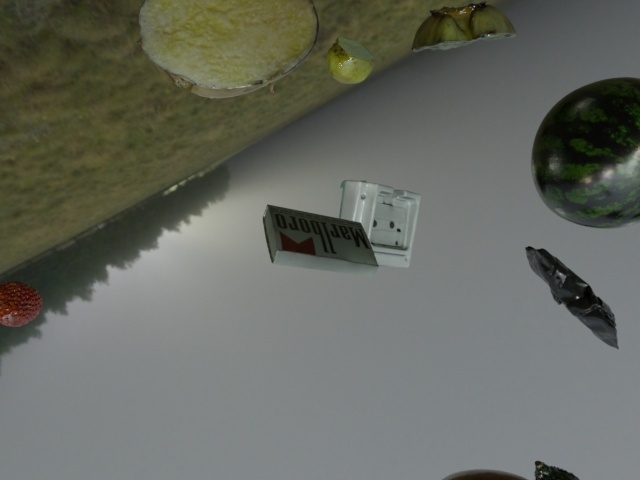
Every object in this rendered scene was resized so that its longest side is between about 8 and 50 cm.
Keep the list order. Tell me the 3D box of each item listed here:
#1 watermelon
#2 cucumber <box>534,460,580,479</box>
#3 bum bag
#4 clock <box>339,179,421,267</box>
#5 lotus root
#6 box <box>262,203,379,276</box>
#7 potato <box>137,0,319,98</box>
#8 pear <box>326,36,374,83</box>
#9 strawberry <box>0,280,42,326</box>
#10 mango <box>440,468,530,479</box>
[{"bbox_3d":[0.506,-0.150,0.851,0.268,0.269,0.269,-28,-166,7],"label":"watermelon"},{"bbox_3d":[0.304,0.343,0.482,0.072,0.300,0.072,-34,170,-7],"label":"cucumber"},{"bbox_3d":[0.603,0.128,1.185,0.074,0.310,0.137,-37,154,-1],"label":"bum bag"},{"bbox_3d":[0.176,-0.042,1.404,0.262,0.231,0.116,8,178,-36],"label":"clock"},{"bbox_3d":[0.278,-0.426,0.975,0.183,0.078,0.203,-14,-161,-20],"label":"lotus root"},{"bbox_3d":[0.000,0.000,0.797,0.036,0.177,0.115,-62,-149,35],"label":"box"},{"bbox_3d":[-0.151,-0.336,0.854,0.298,0.239,0.116,-12,160,-6],"label":"potato"},{"bbox_3d":[0.080,-0.516,1.436,0.104,0.141,0.141,-52,177,39],"label":"pear"},{"bbox_3d":[-0.464,0.101,0.742,0.073,0.073,0.083,-31,-152,-2],"label":"strawberry"},{"bbox_3d":[0.347,0.626,1.043,0.221,0.264,0.378,-21,160,-38],"label":"mango"}]
